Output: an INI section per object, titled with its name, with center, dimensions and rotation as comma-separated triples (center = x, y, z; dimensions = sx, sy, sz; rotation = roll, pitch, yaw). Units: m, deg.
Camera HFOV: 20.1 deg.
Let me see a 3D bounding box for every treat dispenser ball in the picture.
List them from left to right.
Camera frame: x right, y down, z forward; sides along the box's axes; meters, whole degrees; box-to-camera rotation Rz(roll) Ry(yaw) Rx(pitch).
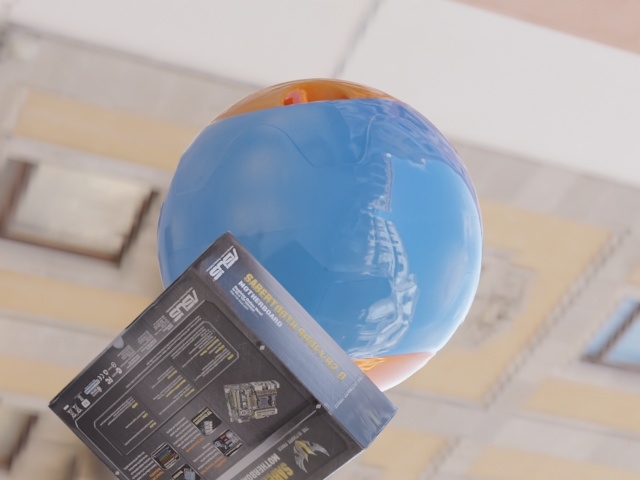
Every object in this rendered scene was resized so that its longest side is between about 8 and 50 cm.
[treat dispenser ball]
center = 0.000, 0.000, 1.590
dimensions = 0.288, 0.288, 0.288
rotation = -167, -90, -69

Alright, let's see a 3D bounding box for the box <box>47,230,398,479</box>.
[box]
center = -0.078, 0.125, 1.355
dimensions = 0.231, 0.183, 0.056
rotation = -43, -177, 43
